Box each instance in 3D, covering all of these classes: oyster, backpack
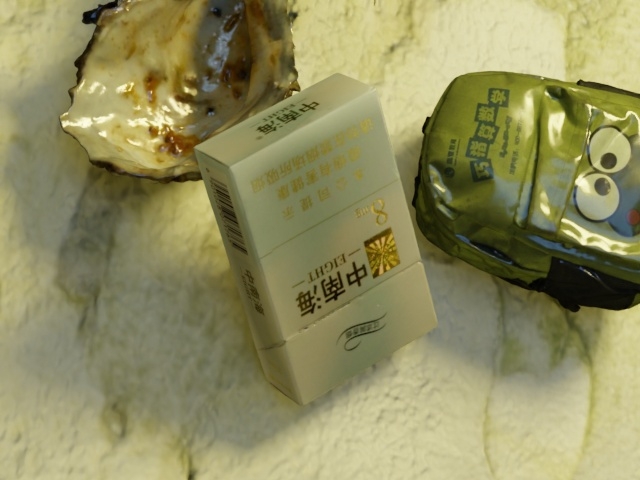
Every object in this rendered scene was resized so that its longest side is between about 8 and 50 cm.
[{"bbox_3d":[-0.104,-0.192,1.707,0.197,0.133,0.337,19,71,-6],"label":"oyster"},{"bbox_3d":[0.207,-0.050,1.754,0.253,0.140,0.207,16,70,-4],"label":"backpack"}]

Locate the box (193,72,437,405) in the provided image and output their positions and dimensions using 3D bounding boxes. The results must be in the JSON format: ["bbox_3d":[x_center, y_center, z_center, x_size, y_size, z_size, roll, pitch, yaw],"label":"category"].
[{"bbox_3d":[0.000,0.000,1.642,0.155,0.067,0.243,-29,122,-20],"label":"box"}]
